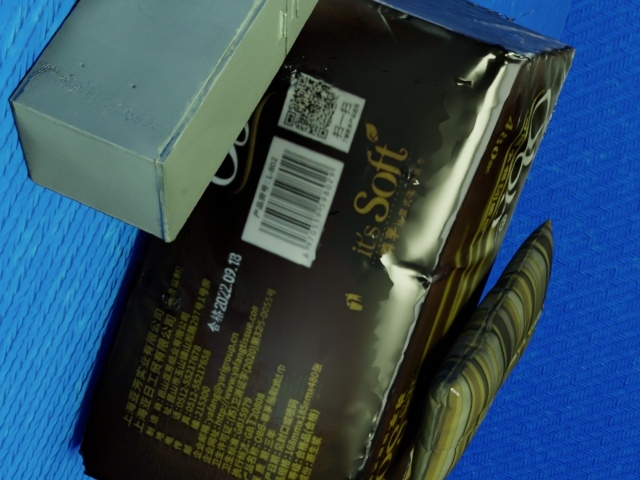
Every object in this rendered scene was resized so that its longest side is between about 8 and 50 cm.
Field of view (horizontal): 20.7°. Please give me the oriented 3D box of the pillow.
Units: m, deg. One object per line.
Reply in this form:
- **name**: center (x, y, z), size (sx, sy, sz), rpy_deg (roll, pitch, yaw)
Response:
- **pillow**: center (0.111, 0.079, 1.171), size (0.203, 0.038, 0.113), rpy_deg (-52, 159, -47)

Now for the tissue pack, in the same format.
- **tissue pack**: center (0.000, 0.000, 1.141), size (0.198, 0.210, 0.370), rpy_deg (-19, 132, -66)

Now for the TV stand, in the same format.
- **TV stand**: center (-0.054, -0.136, 0.934), size (0.269, 0.088, 0.083), rpy_deg (-60, 166, -26)
